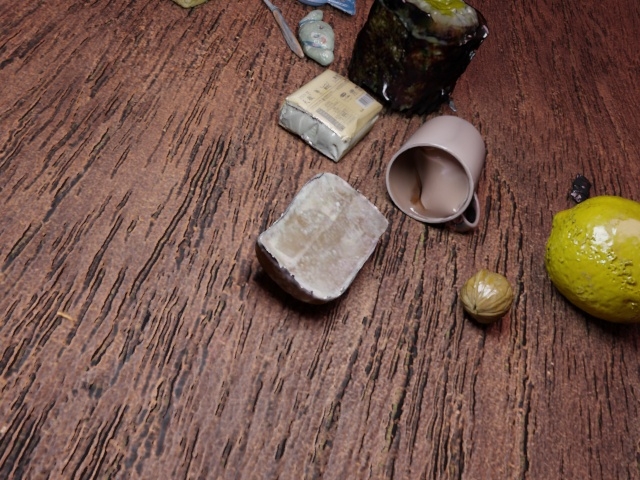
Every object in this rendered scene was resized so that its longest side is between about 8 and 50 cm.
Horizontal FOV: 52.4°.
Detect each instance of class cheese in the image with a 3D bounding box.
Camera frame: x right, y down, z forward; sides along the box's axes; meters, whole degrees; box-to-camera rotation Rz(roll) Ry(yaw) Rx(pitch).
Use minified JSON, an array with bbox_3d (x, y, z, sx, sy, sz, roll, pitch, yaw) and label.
[{"bbox_3d":[-0.006,-0.760,2.004,0.244,0.052,0.135,15,44,-10],"label":"cheese"}]

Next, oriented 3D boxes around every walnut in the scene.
[{"bbox_3d":[0.330,0.109,1.285,0.105,0.105,0.124,39,33,14],"label":"walnut"}]

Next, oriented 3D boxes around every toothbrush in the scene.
[{"bbox_3d":[-0.117,-0.631,1.847,0.037,0.028,0.375,2,47,-33],"label":"toothbrush"}]

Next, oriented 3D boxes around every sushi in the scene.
[{"bbox_3d":[0.258,-0.511,1.709,0.299,0.294,0.281,-7,49,-32],"label":"sushi"}]

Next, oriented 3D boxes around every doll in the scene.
[{"bbox_3d":[-0.011,-0.560,1.797,0.103,0.072,0.214,-1,57,-10],"label":"doll"}]

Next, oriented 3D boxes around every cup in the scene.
[{"bbox_3d":[0.287,-0.146,1.467,0.253,0.191,0.200,54,39,-13],"label":"cup"}]

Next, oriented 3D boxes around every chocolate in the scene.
[{"bbox_3d":[0.000,0.000,1.237,0.185,0.100,0.303,39,46,0],"label":"chocolate"}]

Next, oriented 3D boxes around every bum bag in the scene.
[{"bbox_3d":[0.695,-0.135,1.732,0.058,0.034,0.124,39,43,-6],"label":"bum bag"}]

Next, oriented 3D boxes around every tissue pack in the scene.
[{"bbox_3d":[0.026,-0.302,1.548,0.186,0.090,0.222,34,45,6],"label":"tissue pack"}]

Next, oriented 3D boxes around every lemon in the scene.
[{"bbox_3d":[0.625,0.042,1.368,0.310,0.258,0.258,34,43,3],"label":"lemon"}]

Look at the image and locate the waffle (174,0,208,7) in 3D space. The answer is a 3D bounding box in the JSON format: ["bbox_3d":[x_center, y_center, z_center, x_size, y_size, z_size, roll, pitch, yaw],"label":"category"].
[{"bbox_3d":[-0.427,-0.803,1.810,0.376,0.114,0.261,36,43,11],"label":"waffle"}]
